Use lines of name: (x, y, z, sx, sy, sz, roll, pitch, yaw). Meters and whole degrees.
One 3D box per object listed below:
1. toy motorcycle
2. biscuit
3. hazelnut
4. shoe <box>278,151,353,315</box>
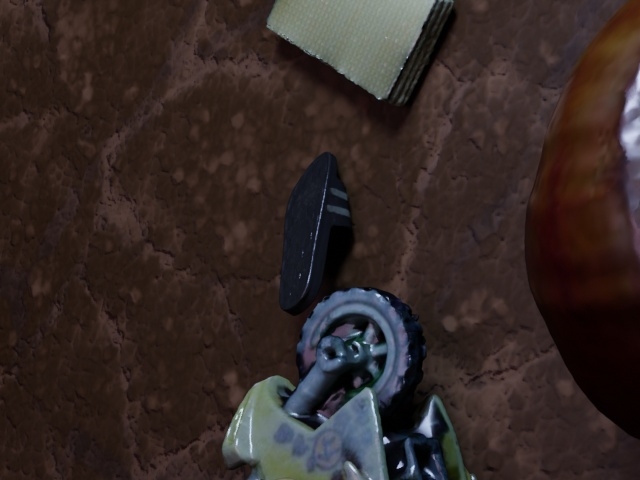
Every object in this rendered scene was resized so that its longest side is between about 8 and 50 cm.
toy motorcycle: (0.033, 0.255, 1.787, 0.237, 0.169, 0.410, -32, 63, 35)
biscuit: (0.037, -0.223, 1.954, 0.199, 0.040, 0.121, 38, 110, 40)
hazelnut: (0.327, -0.036, 1.477, 0.421, 0.353, 0.421, -167, 90, -77)
shoe: (0.000, 0.000, 1.939, 0.071, 0.049, 0.179, -34, 38, 44)
